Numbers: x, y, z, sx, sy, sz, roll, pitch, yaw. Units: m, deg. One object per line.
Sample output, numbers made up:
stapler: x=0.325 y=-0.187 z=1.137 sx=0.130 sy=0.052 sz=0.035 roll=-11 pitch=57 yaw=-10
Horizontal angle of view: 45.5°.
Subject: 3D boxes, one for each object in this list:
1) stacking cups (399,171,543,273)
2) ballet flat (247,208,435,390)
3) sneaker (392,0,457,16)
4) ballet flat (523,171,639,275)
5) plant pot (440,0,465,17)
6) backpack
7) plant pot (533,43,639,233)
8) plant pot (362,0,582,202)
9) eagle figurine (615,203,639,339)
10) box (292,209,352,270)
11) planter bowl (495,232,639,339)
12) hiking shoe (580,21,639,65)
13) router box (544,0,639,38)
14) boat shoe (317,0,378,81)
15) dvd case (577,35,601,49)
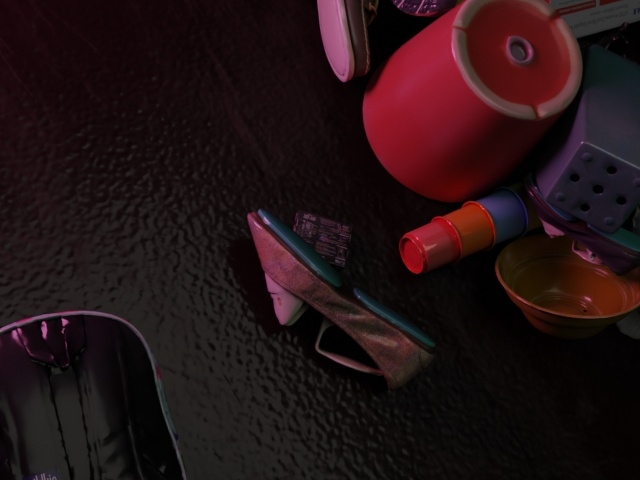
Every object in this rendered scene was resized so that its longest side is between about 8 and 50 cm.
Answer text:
stacking cups: x=0.264 y=-0.027 z=1.159 sx=0.316 sy=0.096 sz=0.096 roll=-24 pitch=80 yaw=-21
ballet flat: x=0.007 y=0.090 z=1.010 sx=0.316 sy=0.107 sz=0.106 roll=38 pitch=97 yaw=-2
sneaker: x=0.165 y=-0.419 z=1.191 sx=0.122 sy=0.110 sz=0.283 roll=12 pitch=30 yaw=-26
ballet flat: x=0.368 y=-0.018 z=1.099 sx=0.203 sy=0.074 sz=0.074 roll=37 pitch=61 yaw=19
plant pot: x=0.230 y=-0.419 z=1.290 sx=0.081 sy=0.081 sz=0.083 roll=9 pitch=78 yaw=-17
backpack: x=-0.271 y=0.208 z=0.812 sx=0.225 sy=0.191 sz=0.254 roll=-11 pitch=82 yaw=-26
plant pot: x=0.399 y=-0.128 z=1.069 sx=0.165 sy=0.166 sz=0.234 roll=28 pitch=42 yaw=6
plant pot: x=0.228 y=-0.217 z=1.108 sx=0.274 sy=0.243 sz=0.275 roll=4 pitch=73 yaw=-15
eagle figurine: x=0.604 y=0.024 z=1.212 sx=0.225 sy=0.226 sz=0.298 roll=12 pitch=35 yaw=20
box: x=0.000 y=0.000 z=1.083 sx=0.083 sy=0.018 sz=0.067 roll=15 pitch=66 yaw=-14
planter bowl: x=0.364 y=0.082 z=1.122 sx=0.217 sy=0.090 sz=0.217 roll=-2 pitch=32 yaw=1
hiking shoe: x=0.482 y=-0.250 z=1.270 sx=0.086 sy=0.114 sz=0.227 roll=7 pitch=68 yaw=-17
router box: x=0.458 y=-0.509 z=1.292 sx=0.335 sy=0.082 sz=0.301 roll=-21 pitch=116 yaw=-32
boat shoe: x=0.042 y=-0.386 z=1.191 sx=0.091 sy=0.109 sz=0.305 roll=-5 pitch=69 yaw=-16
dvd case: x=0.399 y=-0.294 z=1.335 sx=0.253 sy=0.022 sz=0.180 roll=5 pitch=69 yaw=-18
